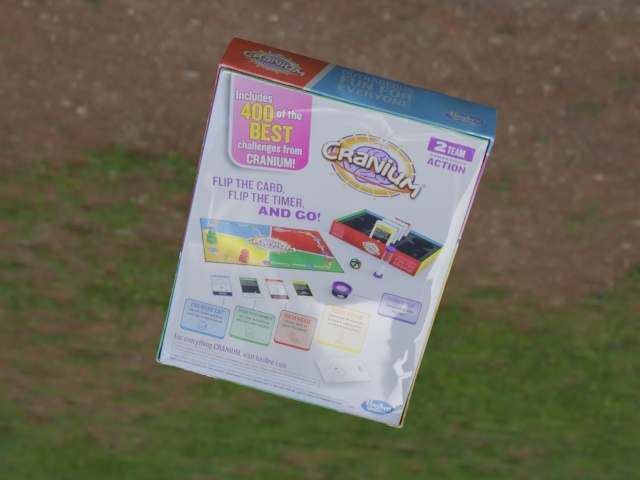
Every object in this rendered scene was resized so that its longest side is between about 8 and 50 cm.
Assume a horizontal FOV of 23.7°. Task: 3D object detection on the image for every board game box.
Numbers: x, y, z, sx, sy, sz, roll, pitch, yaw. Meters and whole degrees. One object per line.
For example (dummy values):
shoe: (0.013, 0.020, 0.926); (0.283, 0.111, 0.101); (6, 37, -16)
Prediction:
board game box: (0.000, 0.000, 1.369); (0.242, 0.316, 0.064); (16, -149, 0)
